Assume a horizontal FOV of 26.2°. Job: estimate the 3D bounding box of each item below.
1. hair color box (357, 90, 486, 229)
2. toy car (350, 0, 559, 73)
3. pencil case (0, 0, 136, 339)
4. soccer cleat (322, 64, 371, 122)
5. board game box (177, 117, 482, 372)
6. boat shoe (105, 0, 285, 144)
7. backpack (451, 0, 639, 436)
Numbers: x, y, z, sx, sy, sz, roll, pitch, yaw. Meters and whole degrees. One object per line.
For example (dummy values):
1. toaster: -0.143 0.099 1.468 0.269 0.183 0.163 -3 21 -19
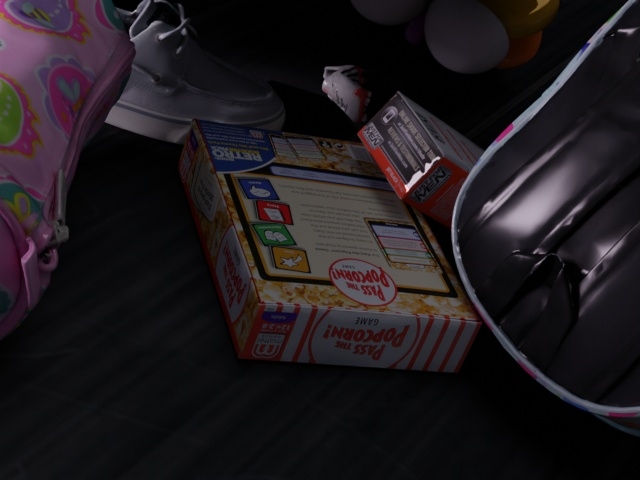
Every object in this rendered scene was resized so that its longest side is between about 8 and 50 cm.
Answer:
1. hair color box: 0.094 -0.040 0.935 0.141 0.043 0.072 29 23 -45
2. toy car: 0.115 -0.214 1.182 0.182 0.136 0.159 33 66 13
3. pencil case: -0.181 -0.055 0.775 0.124 0.124 0.284 17 32 -8
4. soccer cleat: 0.019 -0.115 1.076 0.035 0.029 0.083 7 31 -7
5. board game box: 0.000 0.000 0.874 0.146 0.045 0.193 7 35 -23
6. boat shoe: -0.128 -0.128 0.955 0.227 0.081 0.079 14 33 -11
7. backpack: 0.217 -0.011 0.832 0.225 0.253 0.191 50 6 28
